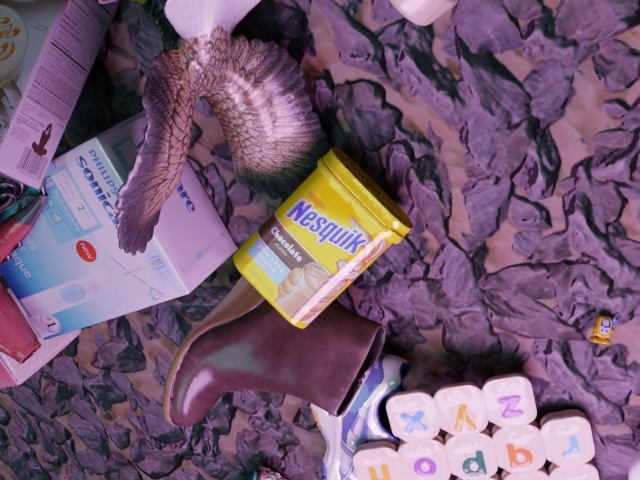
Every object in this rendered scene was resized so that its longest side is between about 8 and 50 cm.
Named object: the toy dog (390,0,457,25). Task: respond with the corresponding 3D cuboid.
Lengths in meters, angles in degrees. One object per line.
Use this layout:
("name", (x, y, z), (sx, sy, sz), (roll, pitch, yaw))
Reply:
("toy dog", (0.092, -0.340, 0.689), (0.220, 0.161, 0.334), (-9, 89, 29))

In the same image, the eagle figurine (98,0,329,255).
("eagle figurine", (-0.127, -0.149, 0.895), (0.226, 0.225, 0.298), (-10, 103, 19))

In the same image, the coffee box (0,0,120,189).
("coffee box", (-0.346, -0.201, 0.944), (0.141, 0.098, 0.246), (19, 83, 16))

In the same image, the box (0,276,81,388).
("box", (-0.515, 0.144, 1.297), (0.232, 0.148, 0.127), (-14, 111, 35))

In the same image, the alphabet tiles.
("alphabet tiles", (0.189, 0.284, 1.022), (0.284, 0.021, 0.278), (-12, 114, 11))

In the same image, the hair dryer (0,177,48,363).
("hair dryer", (-0.426, 0.027, 1.061), (0.223, 0.080, 0.294), (2, 115, 28))

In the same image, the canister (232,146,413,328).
("canister", (0.000, 0.000, 0.938), (0.126, 0.073, 0.170), (45, 105, 1))

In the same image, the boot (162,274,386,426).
("boot", (-0.061, 0.156, 1.008), (0.207, 0.248, 0.090), (30, 175, 32))

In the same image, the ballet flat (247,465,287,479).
("ballet flat", (-0.109, 0.433, 1.298), (0.077, 0.091, 0.241), (22, 134, -13))

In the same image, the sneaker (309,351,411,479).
("sneaker", (0.073, 0.272, 1.080), (0.131, 0.112, 0.296), (2, 119, 27))

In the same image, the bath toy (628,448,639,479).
("bath toy", (0.408, 0.377, 0.953), (0.151, 0.129, 0.348), (-7, 121, -7))

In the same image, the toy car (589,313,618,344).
("toy car", (0.344, 0.098, 0.867), (0.122, 0.060, 0.041), (11, 91, 15))

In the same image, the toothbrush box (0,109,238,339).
("toothbrush box", (-0.290, -0.015, 1.095), (0.295, 0.126, 0.216), (-18, 108, 34))
